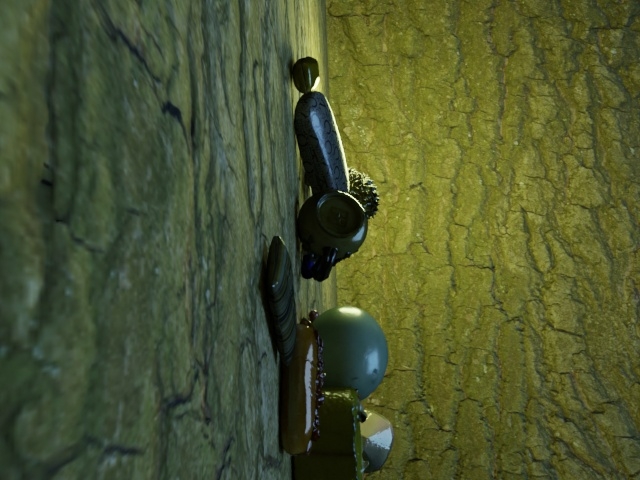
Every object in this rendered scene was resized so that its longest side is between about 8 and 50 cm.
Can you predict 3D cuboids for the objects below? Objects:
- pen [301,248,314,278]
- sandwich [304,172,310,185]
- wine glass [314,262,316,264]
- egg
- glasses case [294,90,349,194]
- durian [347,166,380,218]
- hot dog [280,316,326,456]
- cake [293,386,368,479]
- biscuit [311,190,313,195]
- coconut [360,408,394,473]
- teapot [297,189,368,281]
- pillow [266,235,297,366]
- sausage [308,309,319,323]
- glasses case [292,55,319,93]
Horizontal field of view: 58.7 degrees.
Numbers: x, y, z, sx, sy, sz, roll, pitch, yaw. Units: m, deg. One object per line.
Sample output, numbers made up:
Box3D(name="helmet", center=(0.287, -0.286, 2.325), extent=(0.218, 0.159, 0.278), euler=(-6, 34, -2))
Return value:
Box3D(name="pen", center=(-0.029, -0.002, 1.506), extent=(0.268, 0.033, 0.033), euler=(-87, 174, -50))
Box3D(name="sandwich", center=(-0.027, -0.174, 1.623), extent=(0.083, 0.044, 0.030), euler=(25, -56, 44))
Box3D(name="wine glass", center=(0.000, 0.000, 1.649), extent=(0.072, 0.072, 0.155), euler=(-67, 155, -81))
Box3D(name="egg", center=(0.058, 0.266, 1.348), extent=(0.282, 0.203, 0.202), euler=(-95, -179, -69))
Box3D(name="glasses case", center=(0.008, -0.219, 1.495), extent=(0.137, 0.085, 0.354), euler=(-64, 146, -43))
Box3D(name="durian", center=(0.107, -0.159, 2.224), extent=(0.292, 0.259, 0.258), euler=(-107, -169, -59))
Box3D(name="hot dog", center=(-0.029, 0.251, 1.009), extent=(0.102, 0.076, 0.249), euler=(74, 15, -61))
Box3D(name="cake", center=(0.021, 0.430, 1.152), extent=(0.179, 0.156, 0.260), euler=(37, 52, -77))
Box3D(name="biscuit", center=(-0.017, -0.218, 1.700), extent=(0.228, 0.031, 0.176), euler=(88, -6, -48))
Box3D(name="coconut", center=(0.156, 0.766, 2.176), extent=(0.259, 0.260, 0.258), euler=(-2, 90, -86))
Box3D(name="teapot", center=(0.018, -0.016, 1.399), extent=(0.182, 0.173, 0.269), euler=(128, -24, -61))
Box3D(name="pillow", center=(-0.060, 0.102, 0.917), extent=(0.113, 0.039, 0.203), euler=(-89, 175, -46))
Box3D(name="sausage", center=(-0.011, 0.237, 1.629), extent=(0.223, 0.030, 0.029), euler=(79, 10, -68))
Box3D(name="glasses case", center=(-0.035, -0.419, 1.428), extent=(0.234, 0.064, 0.079), euler=(-83, 163, -69))
